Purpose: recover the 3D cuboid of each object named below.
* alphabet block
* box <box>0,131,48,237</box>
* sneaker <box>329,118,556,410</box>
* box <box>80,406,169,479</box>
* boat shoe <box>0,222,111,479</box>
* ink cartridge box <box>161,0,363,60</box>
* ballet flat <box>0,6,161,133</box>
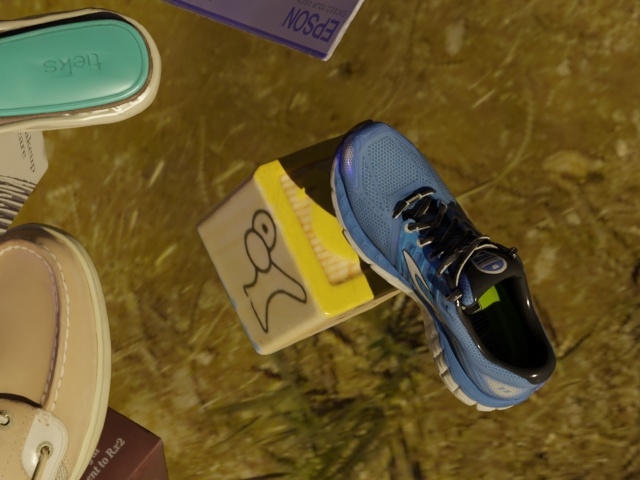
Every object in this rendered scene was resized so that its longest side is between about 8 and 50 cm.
[{"bbox_3d":[0.000,0.000,1.764,0.193,0.197,0.192,-25,85,-30],"label":"alphabet block"},{"bbox_3d":[-0.316,-0.045,1.249,0.094,0.275,0.113,-2,120,10],"label":"box"},{"bbox_3d":[0.136,0.014,1.516,0.130,0.147,0.330,-36,92,-26],"label":"sneaker"},{"bbox_3d":[-0.214,0.293,1.225,0.143,0.381,0.191,26,57,22],"label":"box"},{"bbox_3d":[-0.212,0.136,0.941,0.109,0.098,0.302,15,91,21],"label":"boat shoe"},{"bbox_3d":[0.019,-0.186,0.729,0.045,0.206,0.208,28,92,-32],"label":"ink cartridge box"},{"bbox_3d":[-0.215,-0.087,0.849,0.248,0.086,0.086,-3,80,-14],"label":"ballet flat"}]
